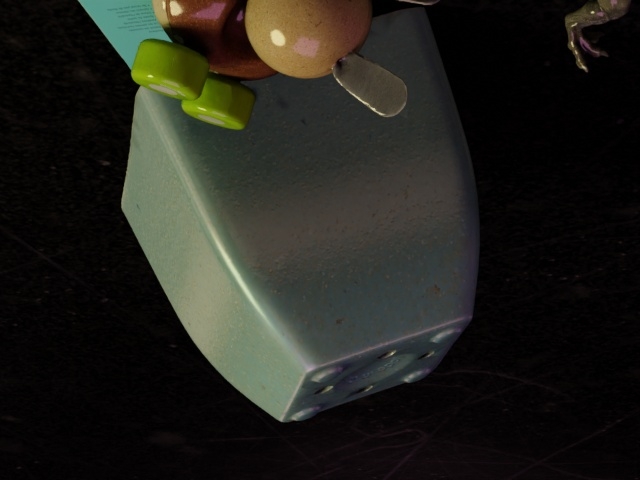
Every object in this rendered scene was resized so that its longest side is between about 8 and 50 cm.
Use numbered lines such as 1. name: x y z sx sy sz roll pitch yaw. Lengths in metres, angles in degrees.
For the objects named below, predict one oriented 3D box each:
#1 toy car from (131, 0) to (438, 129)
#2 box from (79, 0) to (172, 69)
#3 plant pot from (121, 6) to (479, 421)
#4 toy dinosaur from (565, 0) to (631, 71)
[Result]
1. toy car: -0.010 -0.152 1.082 0.188 0.155 0.149 15 175 25
2. box: -0.141 -0.217 1.097 0.060 0.101 0.244 -4 156 16
3. plant pot: 0.000 0.000 1.296 0.247 0.252 0.248 -18 162 -17
4. toy dinosaur: 0.226 -0.191 1.169 0.268 0.064 0.118 -5 141 18
